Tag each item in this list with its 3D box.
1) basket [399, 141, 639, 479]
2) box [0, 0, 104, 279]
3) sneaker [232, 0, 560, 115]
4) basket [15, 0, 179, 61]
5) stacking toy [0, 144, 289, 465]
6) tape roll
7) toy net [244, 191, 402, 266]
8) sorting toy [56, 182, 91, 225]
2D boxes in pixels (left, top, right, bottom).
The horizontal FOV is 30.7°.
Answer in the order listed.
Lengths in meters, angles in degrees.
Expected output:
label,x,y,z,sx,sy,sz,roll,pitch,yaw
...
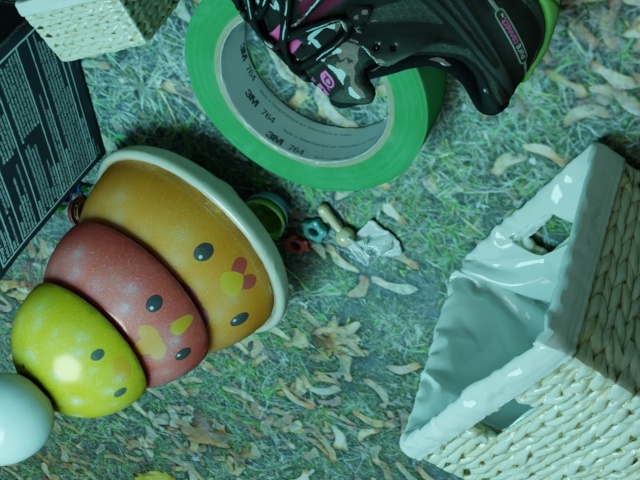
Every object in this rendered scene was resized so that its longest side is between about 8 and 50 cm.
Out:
label,x,y,z,sx,sy,sz,roll,pitch,yaw
basket,0.313,0.126,1.402,0.266,0.331,0.328,30,141,-9
box,-0.472,-0.155,1.592,0.182,0.294,0.296,12,136,20
sneaker,0.004,-0.246,1.197,0.482,0.202,0.185,14,-177,-2
basket,-0.276,-0.301,1.465,0.167,0.113,0.103,-5,131,34
stacking toy,-0.303,0.132,1.619,0.350,0.480,0.351,29,149,20
tape roll,-0.007,-0.206,1.432,0.321,0.077,0.321,17,138,16
toy net,0.000,0.000,1.664,0.232,0.045,0.122,19,139,13
sorting toy,-0.382,-0.062,1.817,0.042,0.061,0.102,-1,154,31
